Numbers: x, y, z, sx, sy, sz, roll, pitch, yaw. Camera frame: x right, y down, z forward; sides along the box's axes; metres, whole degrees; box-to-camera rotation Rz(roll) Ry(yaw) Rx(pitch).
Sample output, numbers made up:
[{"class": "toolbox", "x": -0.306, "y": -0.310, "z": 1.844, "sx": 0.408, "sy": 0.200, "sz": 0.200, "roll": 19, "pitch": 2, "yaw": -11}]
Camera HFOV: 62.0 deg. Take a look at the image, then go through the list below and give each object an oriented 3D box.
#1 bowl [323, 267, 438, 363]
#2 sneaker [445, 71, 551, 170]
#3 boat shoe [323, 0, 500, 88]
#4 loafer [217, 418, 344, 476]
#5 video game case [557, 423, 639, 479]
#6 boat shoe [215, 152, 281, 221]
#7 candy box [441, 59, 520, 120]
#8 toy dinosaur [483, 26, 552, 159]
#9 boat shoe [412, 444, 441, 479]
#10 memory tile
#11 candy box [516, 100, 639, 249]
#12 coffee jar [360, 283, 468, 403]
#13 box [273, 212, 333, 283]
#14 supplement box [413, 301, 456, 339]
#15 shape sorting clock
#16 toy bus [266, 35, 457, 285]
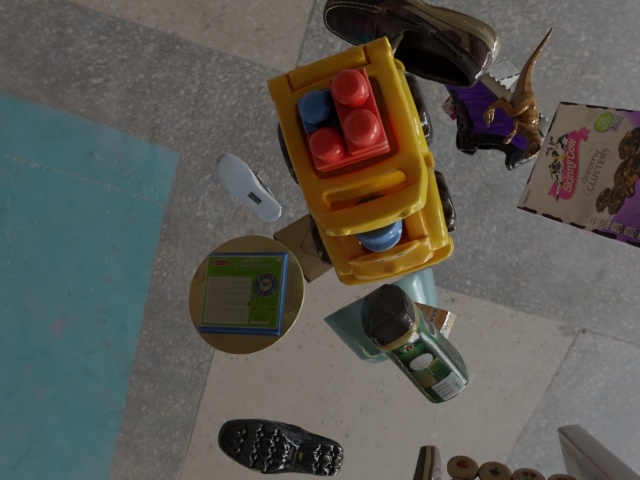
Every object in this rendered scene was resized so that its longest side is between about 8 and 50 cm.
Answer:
[{"class": "bowl", "x": 0.182, "y": 0.208, "z": 1.376, "sx": 0.311, "sy": 0.311, "sz": 0.163, "roll": -28, "pitch": 79, "yaw": 12}, {"class": "sneaker", "x": 0.305, "y": -0.250, "z": 1.056, "sx": 0.293, "sy": 0.102, "sz": 0.146, "roll": 44, "pitch": 108, "yaw": 16}, {"class": "boat shoe", "x": 0.122, "y": -0.307, "z": 0.809, "sx": 0.285, "sy": 0.092, "sz": 0.103, "roll": 25, "pitch": 155, "yaw": 14}, {"class": "loafer", "x": -0.065, "y": 0.325, "z": 0.837, "sx": 0.223, "sy": 0.078, "sz": 0.076, "roll": 24, "pitch": 72, "yaw": -30}, {"class": "video game case", "x": 0.331, "y": 0.380, "z": 0.537, "sx": 0.036, "sy": 0.329, "sz": 0.300, "roll": -12, "pitch": 84, "yaw": 9}, {"class": "boat shoe", "x": -0.248, "y": -0.194, "z": 1.836, "sx": 0.113, "sy": 0.105, "sz": 0.306, "roll": -42, "pitch": 124, "yaw": 11}, {"class": "candy box", "x": 0.524, "y": -0.491, "z": 1.736, "sx": 0.071, "sy": 0.233, "sz": 0.159, "roll": 55, "pitch": 143, "yaw": 14}, {"class": "toy dinosaur", "x": 0.335, "y": -0.230, "z": 0.892, "sx": 0.112, "sy": 0.064, "sz": 0.211, "roll": -3, "pitch": 82, "yaw": 30}, {"class": "boat shoe", "x": 0.194, "y": 0.562, "z": 1.130, "sx": 0.095, "sy": 0.257, "sz": 0.095, "roll": -1, "pitch": 145, "yaw": 26}, {"class": "memory tile", "x": 0.205, "y": 0.283, "z": 0.577, "sx": 0.148, "sy": 0.113, "sz": 0.012, "roll": 2, "pitch": 111, "yaw": 22}, {"class": "candy box", "x": 0.388, "y": -0.086, "z": 0.710, "sx": 0.070, "sy": 0.196, "sz": 0.165, "roll": 12, "pitch": 101, "yaw": -39}, {"class": "coffee jar", "x": 0.135, "y": 0.150, "z": 0.783, "sx": 0.079, "sy": 0.096, "sz": 0.184, "roll": -36, "pitch": 114, "yaw": 16}, {"class": "box", "x": 0.000, "y": 0.000, "z": 1.433, "sx": 0.201, "sy": 0.021, "sz": 0.164, "roll": -32, "pitch": 73, "yaw": -24}, {"class": "supplement box", "x": 0.245, "y": 0.180, "z": 1.196, "sx": 0.036, "sy": 0.098, "sz": 0.062, "roll": 34, "pitch": 75, "yaw": -40}, {"class": "shape sorting clock", "x": -0.125, "y": 0.089, "z": 0.899, "sx": 0.206, "sy": 0.040, "sz": 0.206, "roll": -4, "pitch": 73, "yaw": 14}, {"class": "toy bus", "x": 0.039, "y": -0.064, "z": 0.480, "sx": 0.149, "sy": 0.211, "sz": 0.220, "roll": -17, "pitch": 91, "yaw": 9}]
